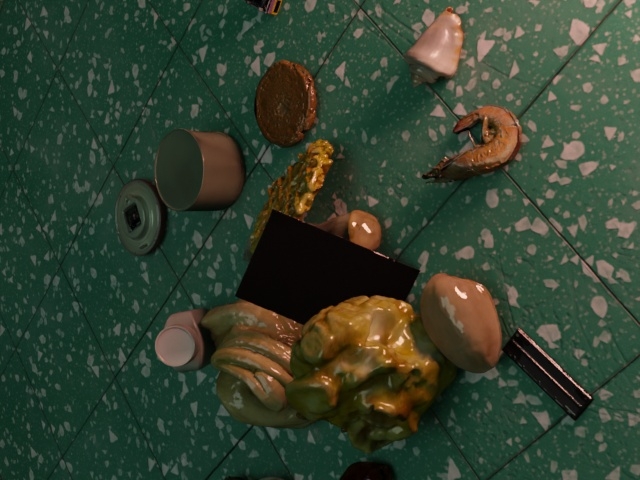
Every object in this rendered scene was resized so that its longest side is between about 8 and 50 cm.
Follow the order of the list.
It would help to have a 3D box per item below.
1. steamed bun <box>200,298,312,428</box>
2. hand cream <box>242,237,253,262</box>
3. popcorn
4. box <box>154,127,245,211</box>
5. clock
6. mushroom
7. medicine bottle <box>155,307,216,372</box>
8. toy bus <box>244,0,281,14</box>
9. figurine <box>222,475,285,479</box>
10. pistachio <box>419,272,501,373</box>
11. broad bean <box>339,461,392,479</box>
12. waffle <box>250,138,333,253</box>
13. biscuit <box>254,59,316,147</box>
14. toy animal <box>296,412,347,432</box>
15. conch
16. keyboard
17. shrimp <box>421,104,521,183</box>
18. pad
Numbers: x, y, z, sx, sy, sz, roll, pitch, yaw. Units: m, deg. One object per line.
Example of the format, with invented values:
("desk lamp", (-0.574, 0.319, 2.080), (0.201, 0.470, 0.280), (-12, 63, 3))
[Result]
("steamed bun", (-0.164, 0.320, 2.022), (0.325, 0.230, 0.372), (-31, 74, 43))
("hand cream", (-0.147, 0.056, 2.115), (0.194, 0.042, 0.067), (28, 112, 43))
("popcorn", (0.097, 0.282, 1.725), (0.334, 0.293, 0.292), (38, 135, -3))
("box", (-0.336, -0.194, 2.201), (0.226, 0.149, 0.226), (3, 94, 43))
("clock", (-0.570, -0.072, 2.491), (0.244, 0.056, 0.244), (2, 93, 43))
("mushroom", (0.000, 0.000, 1.921), (0.329, 0.122, 0.159), (-19, 83, 41))
("medicine bottle", (-0.353, 0.270, 2.144), (0.111, 0.296, 0.161), (-10, 89, 4))
("toy bus", (-0.154, -0.631, 2.073), (0.102, 0.058, 0.052), (36, 115, 30))
("figurine", (-0.187, 0.685, 2.161), (0.250, 0.166, 0.141), (-36, 27, 12))
("pistachio", (0.296, 0.167, 1.647), (0.152, 0.126, 0.223), (-34, 80, 10))
("broad bean", (0.098, 0.585, 1.888), (0.165, 0.084, 0.114), (-34, 53, 46))
("waffle", (-0.076, -0.101, 1.936), (0.312, 0.060, 0.307), (-25, 38, 58))
("biscuit", (-0.089, -0.350, 2.037), (0.226, 0.042, 0.225), (1, 91, 42))
("toy animal", (0.061, 0.396, 1.875), (0.241, 0.099, 0.056), (-22, 33, 18))
("conch", (0.250, -0.408, 1.711), (0.176, 0.094, 0.104), (-52, 41, 0))
("keyboard", (0.451, 0.265, 1.588), (0.202, 0.011, 0.067), (47, 123, 31))
("shrimp", (0.312, -0.195, 1.675), (0.251, 0.052, 0.143), (-21, 67, 34))
("pad", (0.014, 0.101, 1.825), (0.368, 0.007, 0.247), (23, 113, -4))
